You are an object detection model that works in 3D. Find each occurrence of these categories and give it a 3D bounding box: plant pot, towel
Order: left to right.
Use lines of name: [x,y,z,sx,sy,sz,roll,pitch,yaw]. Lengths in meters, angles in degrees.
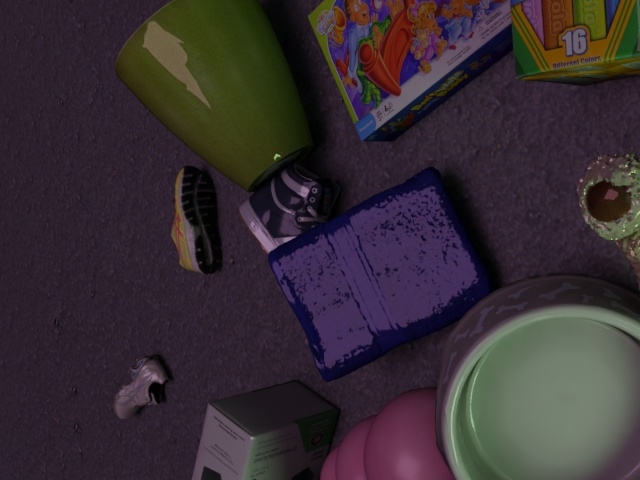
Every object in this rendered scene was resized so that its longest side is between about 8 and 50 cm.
plant pot: [-0.148,-0.238,1.642,0.275,0.275,0.293,-40,82,39]
towel: [0.093,0.052,1.481,0.308,0.076,0.228,-28,80,20]

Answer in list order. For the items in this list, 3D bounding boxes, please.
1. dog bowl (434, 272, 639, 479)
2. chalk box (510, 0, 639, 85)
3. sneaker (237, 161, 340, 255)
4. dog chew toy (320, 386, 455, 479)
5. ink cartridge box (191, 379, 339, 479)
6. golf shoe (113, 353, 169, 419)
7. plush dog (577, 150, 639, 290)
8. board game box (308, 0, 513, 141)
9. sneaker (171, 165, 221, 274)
dog bowl: [0.306,0.220,1.215,0.348,0.102,0.349,1,98,10]
chalk box: [0.344,-0.346,1.185,0.179,0.180,0.289,-4,90,44]
sneaker: [0.000,0.000,1.603,0.153,0.099,0.282,-44,77,17]
dog chew toy: [0.117,0.342,1.459,0.332,0.206,0.207,-34,71,48]
ink cartridge box: [-0.106,0.406,1.666,0.121,0.211,0.289,28,114,37]
golf shoe: [-0.368,0.320,2.013,0.086,0.069,0.176,44,123,25]
plush dog: [0.453,-0.042,1.137,0.225,0.210,0.262,-30,101,27]
board game box: [0.153,-0.333,1.438,0.347,0.078,0.233,-36,69,40]
sneaker: [-0.252,-0.037,1.856,0.094,0.081,0.208,-4,91,46]
